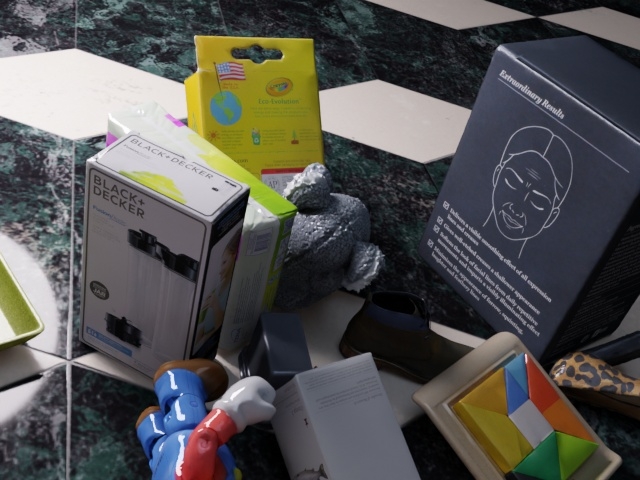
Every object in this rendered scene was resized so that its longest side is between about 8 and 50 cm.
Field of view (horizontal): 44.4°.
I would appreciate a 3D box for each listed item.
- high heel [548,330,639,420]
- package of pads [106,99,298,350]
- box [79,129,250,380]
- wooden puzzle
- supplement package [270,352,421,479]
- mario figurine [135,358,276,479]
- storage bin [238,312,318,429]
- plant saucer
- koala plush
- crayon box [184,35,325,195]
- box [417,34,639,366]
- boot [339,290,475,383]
[{"bbox_3d":[0.447,0.254,1.095,0.186,0.093,0.261,-16,50,-19],"label":"high heel"},{"bbox_3d":[-0.179,-0.017,1.068,0.296,0.229,0.101,38,43,26],"label":"package of pads"},{"bbox_3d":[-0.197,0.033,0.948,0.169,0.290,0.087,27,39,12],"label":"box"},{"bbox_3d":[0.264,0.244,1.026,0.221,0.044,0.239,-25,66,-40],"label":"wooden puzzle"},{"bbox_3d":[0.025,0.235,0.880,0.105,0.105,0.179,-12,71,-31],"label":"supplement package"},{"bbox_3d":[-0.101,0.263,0.779,0.170,0.198,0.320,-16,30,-7],"label":"mario figurine"},{"bbox_3d":[-0.046,0.161,1.008,0.098,0.091,0.135,3,41,-17],"label":"storage bin"},{"bbox_3d":[-0.468,0.092,0.974,0.188,0.045,0.188,-18,49,-35],"label":"plant saucer"},{"bbox_3d":[0.000,0.000,1.081,0.203,0.221,0.196,-34,94,-22],"label":"koala plush"},{"bbox_3d":[-0.097,-0.150,1.218,0.202,0.319,0.081,-4,1,-25],"label":"crayon box"},{"bbox_3d":[0.363,-0.062,1.186,0.212,0.396,0.293,-16,48,-34],"label":"box"},{"bbox_3d":[0.144,0.136,1.095,0.219,0.106,0.082,9,38,-9],"label":"boot"}]
